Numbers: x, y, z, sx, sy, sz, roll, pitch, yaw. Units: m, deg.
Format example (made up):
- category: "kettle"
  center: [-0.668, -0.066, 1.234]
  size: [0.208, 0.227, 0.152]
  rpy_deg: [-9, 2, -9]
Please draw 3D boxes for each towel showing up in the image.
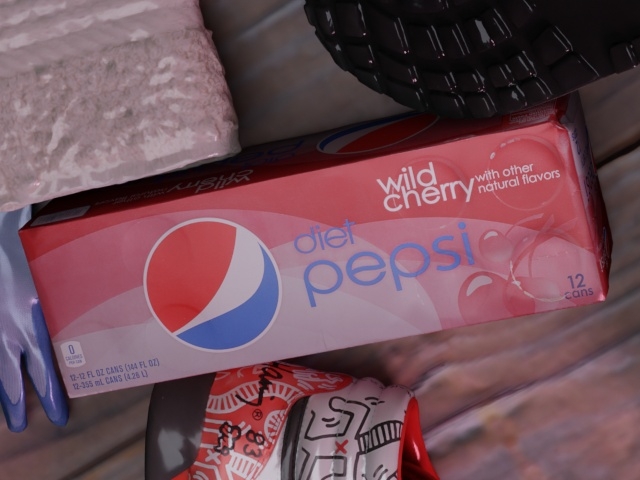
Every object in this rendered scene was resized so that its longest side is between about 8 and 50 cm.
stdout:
- category: "towel"
  center: [-0.189, -0.100, 0.877]
  size: [0.282, 0.049, 0.187]
  rpy_deg: [-12, 92, 13]

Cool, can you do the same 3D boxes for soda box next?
- category: "soda box"
  center: [0.000, 0.000, 0.873]
  size: [0.263, 0.083, 0.092]
  rpy_deg: [-12, 104, 14]

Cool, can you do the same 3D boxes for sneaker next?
- category: "sneaker"
  center: [-0.008, 0.191, 0.930]
  size: [0.145, 0.090, 0.270]
  rpy_deg: [3, 105, 12]
- category: "sneaker"
  center: [0.126, -0.126, 0.807]
  size: [0.283, 0.124, 0.107]
  rpy_deg: [-2, 112, 37]

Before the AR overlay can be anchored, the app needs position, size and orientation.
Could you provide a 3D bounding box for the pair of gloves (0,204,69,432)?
- category: "pair of gloves"
  center: [-0.212, 0.026, 0.952]
  size: [0.198, 0.023, 0.159]
  rpy_deg: [-1, 107, 14]
